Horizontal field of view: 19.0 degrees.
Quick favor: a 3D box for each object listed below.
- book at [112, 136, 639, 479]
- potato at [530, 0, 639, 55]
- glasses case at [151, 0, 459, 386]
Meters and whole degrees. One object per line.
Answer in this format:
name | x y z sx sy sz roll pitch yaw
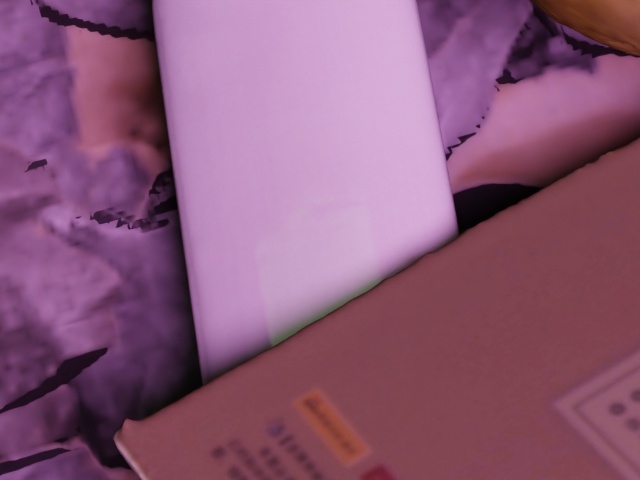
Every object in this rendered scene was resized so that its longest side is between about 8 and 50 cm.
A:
book | 0.137 0.038 0.429 0.310 0.021 0.217 -28 47 -17
potato | 0.122 -0.145 0.460 0.242 0.242 0.285 -17 60 -1
glasses case | 0.000 0.000 0.512 0.074 0.049 0.193 -10 77 0
